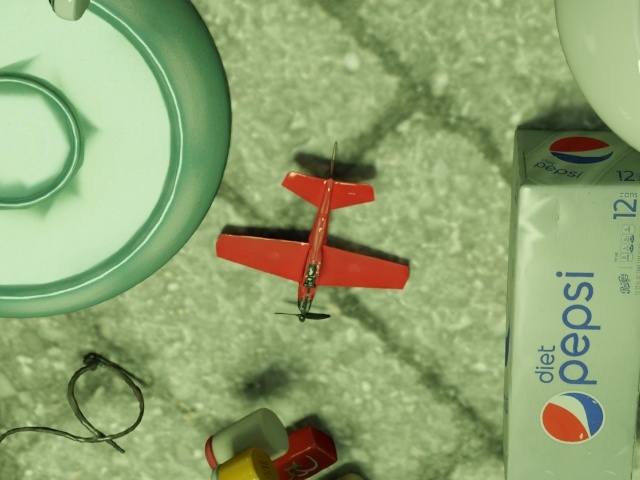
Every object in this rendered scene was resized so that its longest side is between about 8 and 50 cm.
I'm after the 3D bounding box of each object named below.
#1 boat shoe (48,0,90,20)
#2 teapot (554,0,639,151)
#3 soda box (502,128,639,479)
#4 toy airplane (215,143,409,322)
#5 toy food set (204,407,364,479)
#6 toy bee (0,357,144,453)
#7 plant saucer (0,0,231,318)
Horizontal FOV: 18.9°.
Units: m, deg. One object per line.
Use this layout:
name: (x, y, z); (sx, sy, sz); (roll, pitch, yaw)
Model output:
boat shoe: (-0.183, -0.242, 1.283); (0.083, 0.065, 0.183); (9, 98, 6)
teapot: (0.252, -0.159, 1.246); (0.252, 0.187, 0.256); (-13, 103, -19)
soda box: (0.186, 0.063, 1.423); (0.098, 0.091, 0.286); (0, 120, 3)
toy airplane: (0.000, 0.000, 1.439); (0.151, 0.028, 0.151); (1, 120, 2)
toy food set: (-0.036, 0.213, 1.506); (0.104, 0.111, 0.232); (-30, 145, 20)
toy bee: (-0.312, 0.173, 1.490); (0.298, 0.195, 0.162); (20, 144, -19)
plant saucer: (-0.222, -0.076, 1.379); (0.317, 0.044, 0.318); (-1, 116, -3)
